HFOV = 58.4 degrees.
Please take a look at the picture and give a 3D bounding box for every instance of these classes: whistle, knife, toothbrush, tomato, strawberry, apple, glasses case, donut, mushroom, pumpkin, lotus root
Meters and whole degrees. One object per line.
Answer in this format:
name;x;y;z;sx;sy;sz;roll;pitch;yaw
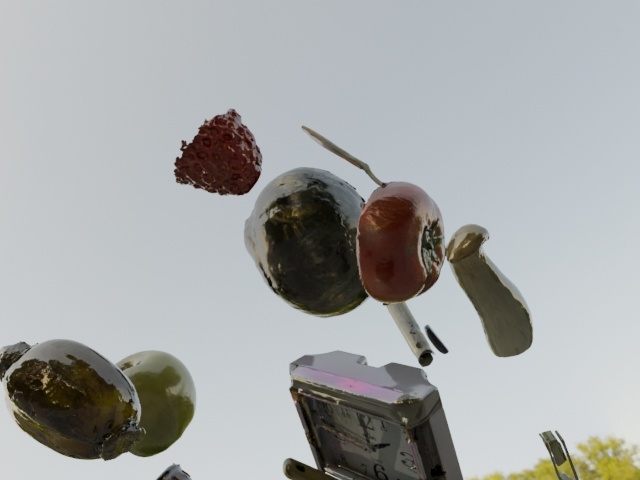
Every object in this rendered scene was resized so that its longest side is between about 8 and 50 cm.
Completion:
whistle;0.273;0.270;1.795;0.057;0.326;0.068;30;-73;-26
knife;0.060;0.350;0.756;0.017;0.047;0.298;-45;-56;13
toothbrush;0.083;-0.208;1.484;0.037;0.375;0.028;-47;-26;-14
tomato;0.153;0.005;0.978;0.085;0.224;0.225;1;-31;40
strawberry;-0.225;-0.192;1.386;0.178;0.234;0.234;39;-56;0
apple;-0.488;0.450;1.584;0.292;0.292;0.254;-26;-74;14
glasses case;0.279;0.243;1.390;0.023;0.083;0.033;-40;-5;10
donut;-0.426;0.732;1.572;0.096;0.216;0.230;26;-4;13
mushroom;0.363;0.108;1.242;0.122;0.159;0.328;-32;-70;3
pumpkin;0.000;0.000;1.624;0.344;0.454;0.454;-36;-48;23
lotus root;-0.293;0.179;0.666;0.210;0.120;0.120;28;-45;15

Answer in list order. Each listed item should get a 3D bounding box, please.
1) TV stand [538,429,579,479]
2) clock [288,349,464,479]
TV stand;0.531;0.514;1.231;0.042;0.036;0.249;-25;-73;2
clock;0.071;0.248;0.746;0.083;0.253;0.186;-29;-71;-37
